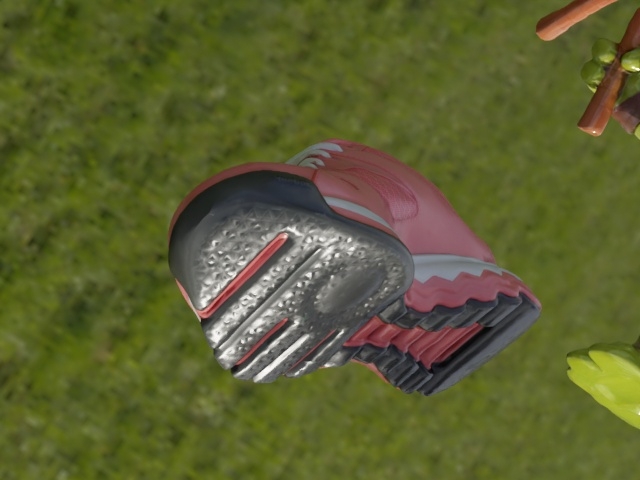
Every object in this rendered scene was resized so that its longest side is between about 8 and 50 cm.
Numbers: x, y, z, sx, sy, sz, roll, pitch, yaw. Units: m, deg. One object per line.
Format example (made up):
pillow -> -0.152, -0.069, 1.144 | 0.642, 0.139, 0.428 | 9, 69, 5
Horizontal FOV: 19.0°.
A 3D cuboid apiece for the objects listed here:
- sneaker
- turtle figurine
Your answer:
sneaker -> 0.000, 0.000, 1.058 | 0.116, 0.136, 0.314 | -40, 152, 17
turtle figurine -> 0.179, -0.024, 0.767 | 0.087, 0.270, 0.217 | 55, 54, -40
